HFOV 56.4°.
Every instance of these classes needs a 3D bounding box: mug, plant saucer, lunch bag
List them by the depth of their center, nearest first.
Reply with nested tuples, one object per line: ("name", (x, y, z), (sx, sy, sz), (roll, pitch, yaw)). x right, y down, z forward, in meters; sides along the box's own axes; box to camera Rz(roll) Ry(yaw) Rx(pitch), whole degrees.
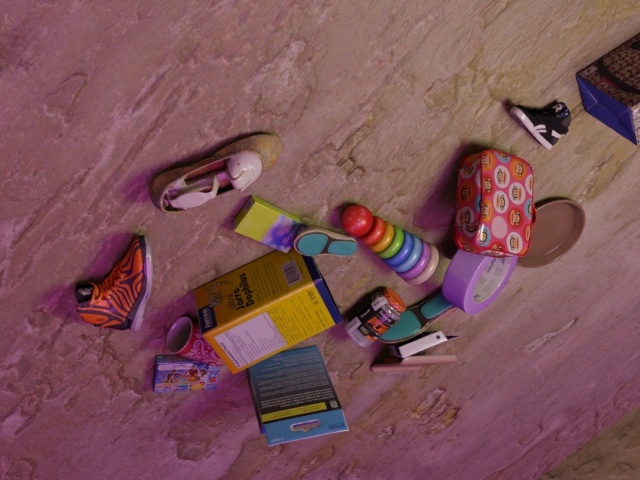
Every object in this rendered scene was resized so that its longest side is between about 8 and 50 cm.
("lunch bag", (0.509, -0.098, 1.691), (0.258, 0.120, 0.293), (10, 82, -28))
("mug", (-0.370, 0.306, 1.796), (0.169, 0.150, 0.113), (34, 73, -41))
("plant saucer", (0.740, -0.026, 1.969), (0.278, 0.041, 0.277), (-11, 129, -13))

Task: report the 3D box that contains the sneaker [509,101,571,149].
("sneaker", (0.617, -0.349, 1.656), (0.217, 0.079, 0.121), (26, 111, -43))

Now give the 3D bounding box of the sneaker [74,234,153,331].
("sneaker", (-0.542, 0.121, 1.556), (0.180, 0.124, 0.321), (5, 124, -25))

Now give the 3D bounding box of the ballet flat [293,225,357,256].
("ballet flat", (0.000, 0.000, 1.664), (0.248, 0.086, 0.086), (13, 123, -48))

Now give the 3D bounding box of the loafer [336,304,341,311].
("loafer", (0.011, 0.205, 1.880), (0.125, 0.045, 0.039), (6, 117, -21))

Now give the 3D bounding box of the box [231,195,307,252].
("box", (-0.139, -0.042, 1.631), (0.178, 0.042, 0.109), (24, 115, -34))

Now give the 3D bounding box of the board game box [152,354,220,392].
("board game box", (-0.422, 0.419, 1.889), (0.201, 0.035, 0.136), (2, 125, -22))

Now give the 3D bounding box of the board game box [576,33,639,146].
("board game box", (0.886, -0.427, 1.586), (0.291, 0.232, 0.141), (-33, 130, 5))

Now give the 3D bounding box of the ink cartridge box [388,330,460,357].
("ink cartridge box", (0.348, 0.342, 2.029), (0.208, 0.045, 0.206), (-18, 172, -6))

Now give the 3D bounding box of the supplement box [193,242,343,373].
("supplement box", (-0.151, 0.186, 1.705), (0.357, 0.195, 0.194), (-26, 130, -1))

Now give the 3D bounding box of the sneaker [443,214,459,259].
("sneaker", (0.430, -0.002, 1.853), (0.066, 0.071, 0.188), (-10, 128, -13))

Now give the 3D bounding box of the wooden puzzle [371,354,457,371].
("wooden puzzle", (0.326, 0.426, 2.107), (0.221, 0.044, 0.239), (3, 161, -23))

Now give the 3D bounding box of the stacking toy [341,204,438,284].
("stacking toy", (0.190, 0.004, 1.738), (0.330, 0.141, 0.141), (31, 111, -31))

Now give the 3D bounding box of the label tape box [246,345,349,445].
("label tape box", (-0.081, 0.505, 1.875), (0.249, 0.347, 0.115), (-7, 128, -15))

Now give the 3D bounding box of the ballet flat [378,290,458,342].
("ballet flat", (0.335, 0.272, 2.015), (0.316, 0.107, 0.106), (-25, 149, 1))

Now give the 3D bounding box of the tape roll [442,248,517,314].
("tape roll", (0.504, 0.094, 1.873), (0.275, 0.090, 0.274), (-29, 138, -30))

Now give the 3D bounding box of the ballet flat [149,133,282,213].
("ballet flat", (-0.247, -0.153, 1.460), (0.349, 0.123, 0.123), (-21, 130, -4))

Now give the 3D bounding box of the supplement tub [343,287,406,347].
("supplement tub", (0.176, 0.245, 1.922), (0.190, 0.117, 0.117), (-44, 128, 15))
